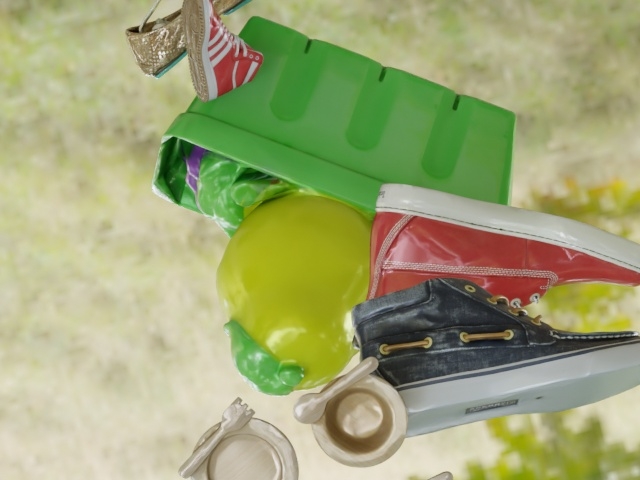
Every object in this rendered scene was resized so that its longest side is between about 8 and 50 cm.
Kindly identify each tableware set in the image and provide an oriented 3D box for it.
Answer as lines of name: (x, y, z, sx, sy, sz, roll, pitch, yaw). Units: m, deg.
tableware set: (0.011, 0.152, 1.127, 0.141, 0.169, 0.020, -32, -174, 8)

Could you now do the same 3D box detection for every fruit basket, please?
fruit basket: (0.000, 0.000, 1.969, 0.392, 0.392, 0.283, -16, 170, -12)

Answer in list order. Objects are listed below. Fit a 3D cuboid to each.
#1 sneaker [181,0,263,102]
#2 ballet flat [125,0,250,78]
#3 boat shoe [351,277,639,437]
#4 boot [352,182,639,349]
sneaker: (-0.091, -0.193, 1.858, 0.067, 0.118, 0.042, -22, -140, -23)
ballet flat: (-0.114, -0.244, 1.962, 0.206, 0.067, 0.073, -38, -166, 12)
boat shoe: (0.111, 0.059, 1.170, 0.183, 0.083, 0.065, -9, 157, -11)
boot: (0.155, 0.058, 1.688, 0.244, 0.176, 0.088, 10, 176, -4)
